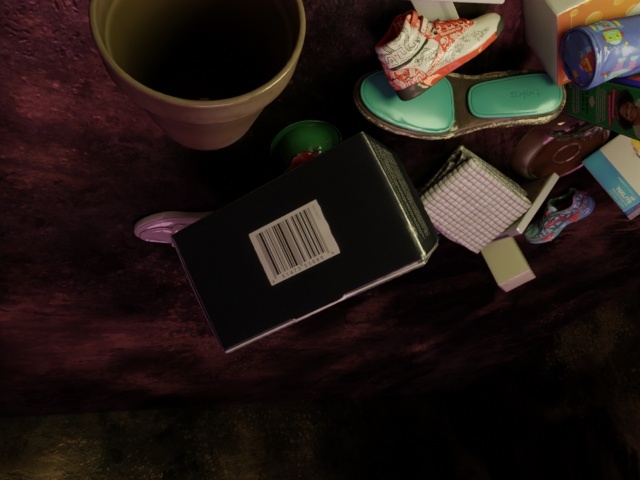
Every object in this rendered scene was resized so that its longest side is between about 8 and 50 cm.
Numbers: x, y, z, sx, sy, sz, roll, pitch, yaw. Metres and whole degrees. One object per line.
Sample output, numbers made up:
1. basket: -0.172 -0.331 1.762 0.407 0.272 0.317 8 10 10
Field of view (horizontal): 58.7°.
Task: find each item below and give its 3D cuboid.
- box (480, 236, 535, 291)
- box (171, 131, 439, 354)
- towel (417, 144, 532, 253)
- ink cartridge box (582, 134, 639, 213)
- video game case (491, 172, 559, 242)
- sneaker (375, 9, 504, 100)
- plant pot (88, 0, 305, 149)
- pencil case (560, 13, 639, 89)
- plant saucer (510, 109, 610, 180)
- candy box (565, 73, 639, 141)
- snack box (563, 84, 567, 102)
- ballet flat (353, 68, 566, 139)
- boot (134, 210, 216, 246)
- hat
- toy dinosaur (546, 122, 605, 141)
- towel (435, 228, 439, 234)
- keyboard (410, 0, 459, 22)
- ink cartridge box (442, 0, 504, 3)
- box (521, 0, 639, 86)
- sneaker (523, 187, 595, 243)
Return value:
1. box: 0.579 0.019 1.850 0.113 0.275 0.094 -30 148 20
2. box: 0.000 0.000 1.357 0.479 0.298 0.471 -26 175 15
3. towel: 0.423 -0.116 1.631 0.283 0.121 0.235 29 125 -25
4. ink cartridge box: 0.962 -0.227 1.675 0.270 0.197 0.198 -40 155 24
5. video game case: 0.597 -0.093 1.724 0.227 0.026 0.206 -51 -174 -17
6. sneaker: 0.239 -0.419 1.153 0.270 0.090 0.145 -37 115 1
7. plant pot: -0.206 -0.301 0.987 0.323 0.323 0.280 -9 164 -14
8. pencil case: 0.615 -0.369 1.087 0.305 0.120 0.133 -12 163 -8
9. plant saucer: 0.719 -0.272 1.684 0.310 0.050 0.311 -13 149 -8
10. candy box: 0.732 -0.315 1.226 0.268 0.317 0.122 -10 112 -4
11. snack box: 0.662 -0.377 1.437 0.141 0.100 0.037 0 145 -26
12. ballet flat: 0.307 -0.307 1.315 0.482 0.164 0.182 -3 178 -4
13. boot: -0.356 -0.005 1.509 0.258 0.123 0.095 -7 147 -16
14. hat: -0.025 -0.165 1.358 0.208 0.184 0.173 -1 143 -23
15. toy dinosaur: 0.745 -0.311 1.505 0.268 0.064 0.118 -21 -179 26
16. towel: 0.333 -0.070 1.834 0.243 0.040 0.336 14 139 -42
17. keyboard: 0.253 -0.461 1.197 0.072 0.014 0.256 -23 148 20
18. ink cartridge box: 0.182 -0.543 0.910 0.329 0.072 0.324 -1 146 -4
19. box: 0.604 -0.504 1.145 0.345 0.168 0.215 -24 148 11
20. sneaker: 0.806 -0.095 1.982 0.125 0.104 0.262 32 122 -30
